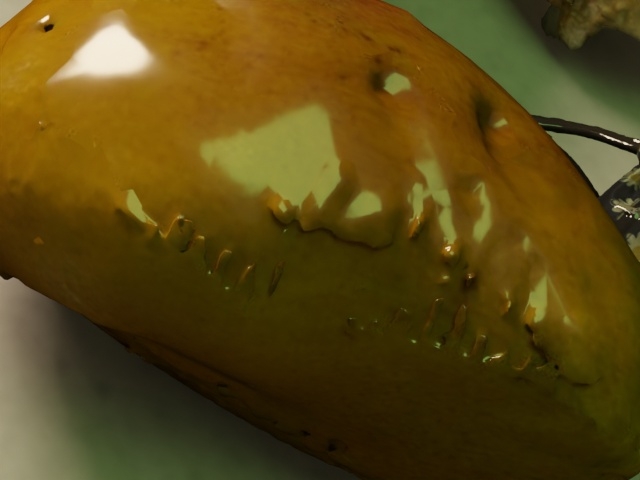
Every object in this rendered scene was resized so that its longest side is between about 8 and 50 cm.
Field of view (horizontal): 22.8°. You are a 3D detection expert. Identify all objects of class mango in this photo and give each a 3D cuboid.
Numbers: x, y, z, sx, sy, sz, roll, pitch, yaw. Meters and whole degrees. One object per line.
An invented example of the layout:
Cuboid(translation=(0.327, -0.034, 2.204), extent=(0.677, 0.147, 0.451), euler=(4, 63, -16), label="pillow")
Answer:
Cuboid(translation=(0.000, 0.000, 0.507), extent=(0.248, 0.151, 0.156), euler=(33, 20, 0), label="mango")

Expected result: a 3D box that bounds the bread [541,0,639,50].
Cuboid(translation=(0.183, -0.238, 0.703), extent=(0.171, 0.192, 0.314), euler=(28, 55, -9), label="bread")

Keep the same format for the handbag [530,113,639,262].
Cuboid(translation=(0.107, 0.001, 0.607), extent=(0.139, 0.072, 0.115), euler=(42, 57, 7), label="handbag")
